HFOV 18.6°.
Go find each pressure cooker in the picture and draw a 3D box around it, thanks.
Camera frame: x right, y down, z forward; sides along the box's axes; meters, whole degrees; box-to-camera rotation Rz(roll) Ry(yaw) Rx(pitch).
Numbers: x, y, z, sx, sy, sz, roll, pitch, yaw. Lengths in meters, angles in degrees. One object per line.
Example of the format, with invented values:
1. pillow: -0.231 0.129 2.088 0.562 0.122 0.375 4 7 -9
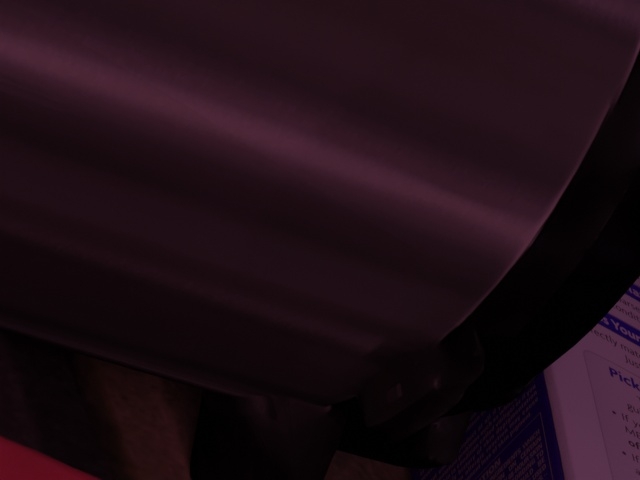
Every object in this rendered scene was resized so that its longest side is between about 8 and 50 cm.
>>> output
1. pressure cooker: -0.029 -0.117 0.759 0.420 0.370 0.375 18 38 -28

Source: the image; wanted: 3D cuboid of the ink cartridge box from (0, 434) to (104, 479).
1. ink cartridge box: -0.226 0.122 0.389 0.384 0.160 0.279 28 29 -20

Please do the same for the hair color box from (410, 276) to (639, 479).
1. hair color box: 0.141 0.102 0.914 0.185 0.110 0.339 29 30 -19
